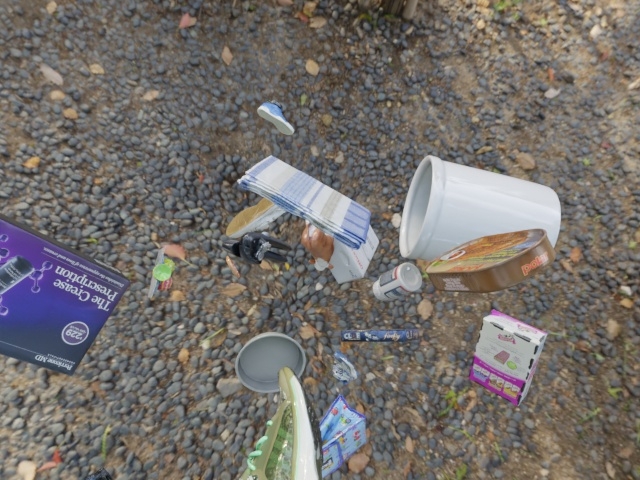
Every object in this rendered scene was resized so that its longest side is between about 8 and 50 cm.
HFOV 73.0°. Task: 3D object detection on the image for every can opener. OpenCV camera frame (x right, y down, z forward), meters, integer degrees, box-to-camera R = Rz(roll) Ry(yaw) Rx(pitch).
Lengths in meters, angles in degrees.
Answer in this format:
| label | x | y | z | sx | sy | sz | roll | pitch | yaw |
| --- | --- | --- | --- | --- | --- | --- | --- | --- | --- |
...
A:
| label | x | y | z | sx | sy | sz | roll | pitch | yaw |
| --- | --- | --- | --- | --- | --- | --- | --- | --- | --- |
| can opener | -0.100 | 0.013 | 0.798 | 0.073 | 0.186 | 0.059 | 28 | 98 | 24 |

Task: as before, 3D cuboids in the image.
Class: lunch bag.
| label | x | y | z | sx | sy | sz | roll | pitch | yaw |
| --- | --- | --- | --- | --- | --- | --- | --- | --- | --- |
| lunch bag | 0.025 | 0.758 | 1.593 | 0.293 | 0.220 | 0.138 | -37 | 51 | -27 |

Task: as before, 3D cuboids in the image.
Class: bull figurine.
| label | x | y | z | sx | sy | sz | roll | pitch | yaw |
| --- | --- | --- | --- | --- | --- | --- | --- | --- | --- |
| bull figurine | 0.000 | 0.000 | 1.646 | 0.101 | 0.310 | 0.188 | 6 | 74 | 11 |

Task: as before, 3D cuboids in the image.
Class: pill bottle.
| label | x | y | z | sx | sy | sz | roll | pitch | yaw |
| --- | --- | --- | --- | --- | --- | --- | --- | --- | --- |
| pill bottle | 0.278 | 0.159 | 1.601 | 0.108 | 0.180 | 0.107 | 13 | 62 | -26 |

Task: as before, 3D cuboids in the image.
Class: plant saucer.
| label | x | y | z | sx | sy | sz | roll | pitch | yaw |
| --- | --- | --- | --- | --- | --- | --- | --- | --- | --- |
| plant saucer | -0.294 | 0.090 | 1.447 | 0.013 | 0.083 | 0.083 | -29 | 83 | -7 |

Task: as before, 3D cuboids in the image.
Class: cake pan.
| label | x | y | z | sx | sy | sz | roll | pitch | yaw |
| --- | --- | --- | --- | --- | --- | --- | --- | --- | --- |
| cake pan | -0.212 | 0.510 | 1.828 | 0.294 | 0.054 | 0.292 | -4 | 111 | -11 |

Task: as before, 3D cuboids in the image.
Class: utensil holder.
| label | x | y | z | sx | sy | sz | roll | pitch | yaw |
| --- | --- | --- | --- | --- | --- | --- | --- | --- | --- |
| utensil holder | 0.481 | -0.065 | 1.356 | 0.386 | 0.327 | 0.327 | 12 | 80 | -1 |

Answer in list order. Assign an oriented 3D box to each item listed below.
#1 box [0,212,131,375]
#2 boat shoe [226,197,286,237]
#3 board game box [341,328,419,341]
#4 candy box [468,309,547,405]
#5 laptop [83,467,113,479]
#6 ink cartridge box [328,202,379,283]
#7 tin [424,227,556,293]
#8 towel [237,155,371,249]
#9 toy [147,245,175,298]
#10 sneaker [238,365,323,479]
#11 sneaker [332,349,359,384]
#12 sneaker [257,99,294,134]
| label | x | y | z | sx | sy | sz | roll | pitch | yaw |
| --- | --- | --- | --- | --- | --- | --- | --- | --- | --- |
| box | -0.479 | 0.078 | 0.689 | 0.261 | 0.103 | 0.184 | 37 | 78 | -36 |
| boat shoe | -0.221 | -0.077 | 1.587 | 0.277 | 0.096 | 0.098 | -30 | 44 | 19 |
| board game box | 0.220 | 0.348 | 1.590 | 0.244 | 0.165 | 0.042 | -7 | 78 | 27 |
| candy box | 0.538 | 0.339 | 1.257 | 0.159 | 0.233 | 0.071 | 26 | 36 | 37 |
| laptop | -0.362 | 0.509 | 0.682 | 0.234 | 0.137 | 0.264 | -35 | 97 | -16 |
| ink cartridge box | 0.122 | 0.009 | 1.887 | 0.129 | 0.307 | 0.223 | -21 | 109 | 30 |
| tin | 0.206 | 0.028 | 0.547 | 0.106 | 0.190 | 0.040 | -25 | 92 | -14 |
| towel | -0.022 | -0.090 | 0.942 | 0.285 | 0.209 | 0.034 | 29 | 115 | -2 |
| toy | -0.433 | 0.095 | 1.189 | 0.056 | 0.237 | 0.136 | 15 | 79 | -19 |
| sneaker | -0.089 | 0.424 | 0.830 | 0.182 | 0.157 | 0.410 | -13 | 37 | 1 |
| sneaker | 0.058 | 0.342 | 1.141 | 0.058 | 0.135 | 0.052 | -39 | 41 | -12 |
| sneaker | -0.148 | -0.459 | 1.590 | 0.152 | 0.058 | 0.084 | 33 | 59 | -5 |
